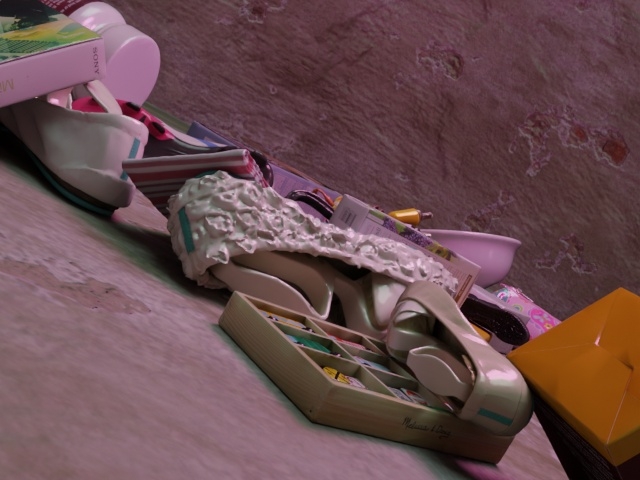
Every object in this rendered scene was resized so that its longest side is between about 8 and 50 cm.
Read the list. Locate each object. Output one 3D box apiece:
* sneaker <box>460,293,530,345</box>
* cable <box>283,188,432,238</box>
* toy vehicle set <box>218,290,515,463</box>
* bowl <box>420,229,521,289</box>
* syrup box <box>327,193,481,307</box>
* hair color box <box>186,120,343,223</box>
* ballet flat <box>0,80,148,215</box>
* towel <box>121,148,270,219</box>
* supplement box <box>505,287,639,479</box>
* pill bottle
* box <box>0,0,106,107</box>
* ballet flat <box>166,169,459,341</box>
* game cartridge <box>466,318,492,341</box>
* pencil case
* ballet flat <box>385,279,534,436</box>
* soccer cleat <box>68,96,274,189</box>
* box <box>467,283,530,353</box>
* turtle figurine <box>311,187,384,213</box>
[{"bbox_3d":[0.309,0.137,1.466,0.170,0.051,0.089,29,7,36],"label":"sneaker"},{"bbox_3d":[0.065,-0.002,1.387,0.287,0.139,0.072,8,-14,-17],"label":"cable"},{"bbox_3d":[0.048,0.131,0.778,0.267,0.035,0.166,24,8,-42],"label":"toy vehicle set"},{"bbox_3d":[0.307,0.058,1.906,0.298,0.134,0.298,5,-6,1],"label":"bowl"},{"bbox_3d":[0.126,0.025,1.293,0.237,0.096,0.093,25,6,-28],"label":"syrup box"},{"bbox_3d":[-0.117,-0.116,1.708,0.185,0.113,0.374,32,6,27],"label":"hair color box"},{"bbox_3d":[-0.339,-0.167,1.021,0.400,0.139,0.139,33,7,35],"label":"ballet flat"},{"bbox_3d":[-0.122,-0.050,0.949,0.144,0.029,0.197,-4,-26,14],"label":"towel"},{"bbox_3d":[0.285,0.174,0.704,0.194,0.129,0.191,61,-2,-15],"label":"supplement box"},{"bbox_3d":[-0.536,-0.409,1.676,0.392,0.224,0.224,30,6,16],"label":"pill bottle"},{"bbox_3d":[-0.434,-0.237,0.939,0.322,0.058,0.232,33,43,29],"label":"box"},{"bbox_3d":[0.004,0.055,0.935,0.409,0.147,0.147,22,9,-33],"label":"ballet flat"},{"bbox_3d":[0.145,0.110,1.385,0.285,0.052,0.324,31,4,16],"label":"game cartridge"},{"bbox_3d":[0.474,0.202,1.791,0.124,0.124,0.284,23,9,-46],"label":"pencil case"},{"bbox_3d":[0.110,0.102,0.797,0.086,0.086,0.248,26,8,-27],"label":"ballet flat"},{"bbox_3d":[-0.236,-0.114,1.277,0.331,0.116,0.143,19,-23,-12],"label":"soccer cleat"},{"bbox_3d":[0.313,0.147,1.621,0.130,0.091,0.170,33,7,32],"label":"box"},{"bbox_3d":[0.096,-0.018,1.550,0.217,0.087,0.269,41,-4,23],"label":"turtle figurine"}]
